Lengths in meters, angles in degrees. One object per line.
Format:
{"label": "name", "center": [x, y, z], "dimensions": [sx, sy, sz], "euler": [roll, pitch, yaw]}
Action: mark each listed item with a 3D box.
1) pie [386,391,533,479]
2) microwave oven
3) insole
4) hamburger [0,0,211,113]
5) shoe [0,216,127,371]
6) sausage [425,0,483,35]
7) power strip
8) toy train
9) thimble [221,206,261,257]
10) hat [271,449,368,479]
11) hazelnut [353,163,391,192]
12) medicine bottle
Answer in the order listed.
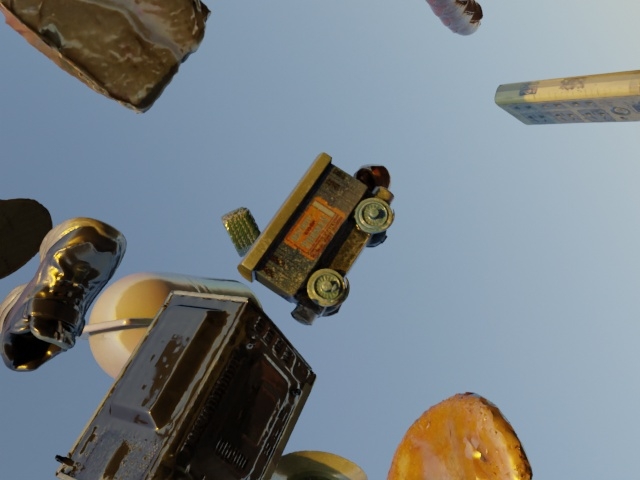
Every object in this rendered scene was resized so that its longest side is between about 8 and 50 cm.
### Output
{"label": "pie", "center": [0.196, 0.348, 0.936], "dimensions": [0.069, 0.273, 0.273], "euler": [20, -129, -27]}
{"label": "microwave oven", "center": [-0.192, 0.299, 1.061], "dimensions": [0.286, 0.218, 0.355], "euler": [58, -132, -39]}
{"label": "insole", "center": [-0.541, 0.025, 0.936], "dimensions": [0.348, 0.009, 0.119], "euler": [-33, -82, -48]}
{"label": "hamburger", "center": [-0.206, -0.226, 0.544], "dimensions": [0.135, 0.155, 0.208], "euler": [42, -170, 38]}
{"label": "shoe", "center": [-0.233, 0.060, 0.571], "dimensions": [0.071, 0.169, 0.099], "euler": [32, -159, -33]}
{"label": "sausage", "center": [0.261, -0.511, 1.333], "dimensions": [0.433, 0.088, 0.088], "euler": [8, -124, -62]}
{"label": "power strip", "center": [0.355, -0.184, 0.845], "dimensions": [0.092, 0.268, 0.034], "euler": [22, -96, -35]}
{"label": "toy train", "center": [0.000, 0.000, 1.198], "dimensions": [0.202, 0.131, 0.299], "euler": [33, -106, 6]}
{"label": "thimble", "center": [-0.223, -0.027, 1.861], "dimensions": [0.135, 0.090, 0.118], "euler": [65, 175, -19]}
{"label": "hat", "center": [-0.011, 0.656, 1.648], "dimensions": [0.257, 0.257, 0.130], "euler": [-4, -76, -44]}
{"label": "hazelnut", "center": [0.103, -0.115, 1.287], "dimensions": [0.086, 0.086, 0.086], "euler": [23, -131, -30]}
{"label": "medicine bottle", "center": [-0.321, 0.182, 1.335], "dimensions": [0.406, 0.236, 0.235], "euler": [11, -125, -58]}
